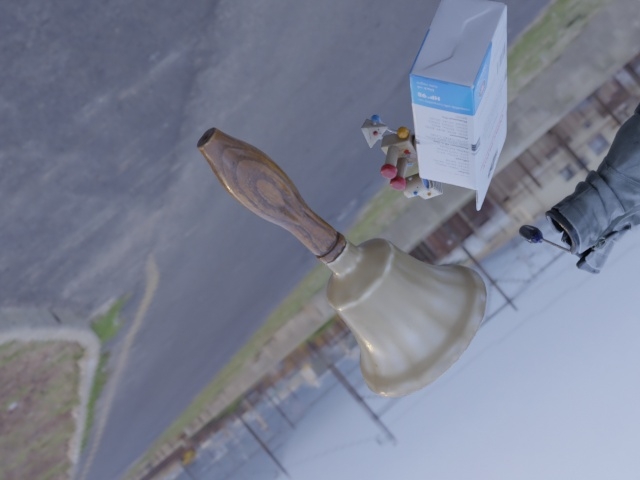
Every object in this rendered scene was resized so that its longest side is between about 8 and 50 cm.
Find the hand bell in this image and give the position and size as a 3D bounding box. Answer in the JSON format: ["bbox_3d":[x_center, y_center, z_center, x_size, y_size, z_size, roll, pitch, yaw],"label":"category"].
[{"bbox_3d":[0.000,0.000,0.833,0.126,0.242,0.126,-37,-152,23],"label":"hand bell"}]

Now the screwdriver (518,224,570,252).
[{"bbox_3d":[0.298,0.000,1.494,0.170,0.025,0.024,-122,-133,-80],"label":"screwdriver"}]

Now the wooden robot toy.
[{"bbox_3d":[0.124,-0.106,1.422,0.079,0.173,0.076,-17,-132,28],"label":"wooden robot toy"}]

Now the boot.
[{"bbox_3d":[0.297,-0.035,1.043,0.161,0.083,0.246,-49,145,10],"label":"boot"}]

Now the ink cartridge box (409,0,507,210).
[{"bbox_3d":[0.129,-0.121,1.021,0.180,0.060,0.104,77,31,-54],"label":"ink cartridge box"}]
